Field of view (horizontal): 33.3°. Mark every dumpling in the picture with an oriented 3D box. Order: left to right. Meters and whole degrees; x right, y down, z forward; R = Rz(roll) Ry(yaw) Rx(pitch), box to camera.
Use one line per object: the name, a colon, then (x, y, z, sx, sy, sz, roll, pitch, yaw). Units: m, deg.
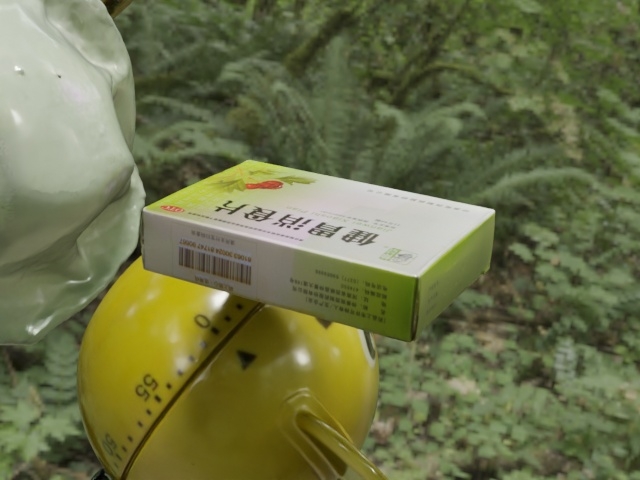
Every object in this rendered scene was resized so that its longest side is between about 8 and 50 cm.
dumpling: (-0.178, -0.071, 0.662, 0.131, 0.252, 0.179, 2, 21, 41)

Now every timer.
timer: (-0.066, 0.176, 1.193, 0.387, 0.376, 0.376, 38, 17, 9)

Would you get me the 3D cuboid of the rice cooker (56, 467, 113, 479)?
rice cooker: (-0.294, 0.428, 1.427, 0.226, 0.244, 0.226, 2, -19, 1)

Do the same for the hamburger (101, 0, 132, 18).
hamburger: (-0.272, -0.293, 1.126, 0.183, 0.206, 0.130, 40, -16, 19)

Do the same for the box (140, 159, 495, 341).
box: (0.000, -0.001, 0.931, 0.261, 0.062, 0.175, 14, 24, 25)
